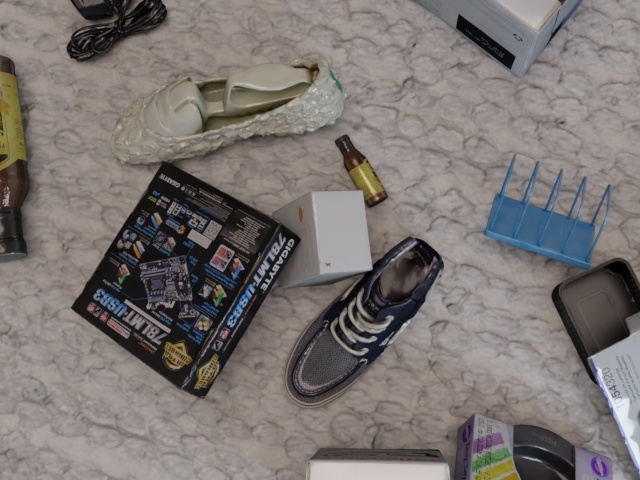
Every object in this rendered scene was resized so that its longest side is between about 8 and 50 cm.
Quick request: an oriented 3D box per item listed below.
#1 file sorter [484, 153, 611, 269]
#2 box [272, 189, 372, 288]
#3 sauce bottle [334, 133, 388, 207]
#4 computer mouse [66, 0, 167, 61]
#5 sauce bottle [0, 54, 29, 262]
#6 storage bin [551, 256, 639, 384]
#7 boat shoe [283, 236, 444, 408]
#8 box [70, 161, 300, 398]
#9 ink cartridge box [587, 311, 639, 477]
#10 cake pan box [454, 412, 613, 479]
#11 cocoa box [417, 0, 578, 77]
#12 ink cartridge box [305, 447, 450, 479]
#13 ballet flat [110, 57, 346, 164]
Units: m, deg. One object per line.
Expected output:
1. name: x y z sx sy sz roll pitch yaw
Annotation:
1. file sorter: 0.362 -0.052 1.642 0.170 0.118 0.104 18 126 7
2. box: 0.000 0.000 1.644 0.091 0.170 0.130 -3 82 -24
3. sauce bottle: 0.066 -0.118 1.729 0.042 0.042 0.128 -29 83 0
4. computer mouse: -0.403 -0.459 1.804 0.188 0.072 0.272 -28 93 -2
5. sauce bottle: -0.546 -0.138 1.743 0.111 0.111 0.344 -12 81 2
6. storage bin: 0.459 0.130 1.646 0.122 0.084 0.180 -25 80 1
7. boat shoe: 0.061 0.124 1.637 0.127 0.158 0.340 40 86 8
8. box: -0.219 0.054 1.649 0.295 0.073 0.293 27 86 37
9. ink cartridge box: 0.597 0.227 1.575 0.330 0.071 0.324 -26 104 0
10. cake pan box: 0.316 0.405 1.538 0.245 0.070 0.267 22 48 -10
11. cocoa box: 0.268 -0.478 1.669 0.347 0.231 0.228 39 86 8
12. ink cartridge box: 0.086 0.374 1.540 0.201 0.278 0.117 0 82 4
13. ballet flat: -0.162 -0.232 1.716 0.408 0.147 0.147 -12 81 2
